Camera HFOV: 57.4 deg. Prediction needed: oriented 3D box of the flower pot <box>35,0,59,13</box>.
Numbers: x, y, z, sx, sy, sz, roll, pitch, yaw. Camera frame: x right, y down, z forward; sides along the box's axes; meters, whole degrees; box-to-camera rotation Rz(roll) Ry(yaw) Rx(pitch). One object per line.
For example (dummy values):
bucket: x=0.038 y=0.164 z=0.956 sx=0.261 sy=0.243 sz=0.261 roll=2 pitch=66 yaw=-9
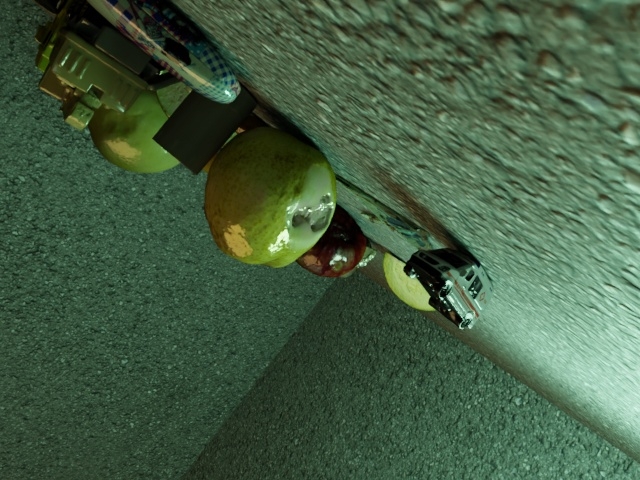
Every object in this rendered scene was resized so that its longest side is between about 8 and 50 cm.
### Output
flower pot: x=-0.516 y=-0.506 z=1.060 sx=0.157 sy=0.106 sz=0.157 roll=38 pitch=174 yaw=5

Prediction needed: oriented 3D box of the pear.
pear: x=-0.098 y=-0.079 z=1.126 sx=0.271 sy=0.271 sz=0.271 roll=38 pitch=177 yaw=2

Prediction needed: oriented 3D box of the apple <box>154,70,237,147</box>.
apple: x=-0.285 y=-0.307 z=1.366 sx=0.265 sy=0.120 sz=0.193 roll=41 pitch=-172 yaw=-18

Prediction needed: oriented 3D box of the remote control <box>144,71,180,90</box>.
remote control: x=-0.310 y=-0.335 z=1.207 sx=0.053 sy=0.124 sz=0.017 roll=23 pitch=133 yaw=38

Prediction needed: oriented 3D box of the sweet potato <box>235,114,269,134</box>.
sweet potato: x=-0.107 y=-0.209 z=1.263 sx=0.255 sy=0.058 sz=0.078 roll=34 pitch=159 yaw=5

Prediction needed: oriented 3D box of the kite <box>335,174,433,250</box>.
kite: x=0.154 y=-0.032 z=1.264 sx=0.406 sy=0.014 sz=0.368 roll=39 pitch=177 yaw=-16

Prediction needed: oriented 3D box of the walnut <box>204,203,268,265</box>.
walnut: x=-0.215 y=-0.088 z=2.026 sx=0.398 sy=0.307 sz=0.354 roll=32 pitch=169 yaw=-39

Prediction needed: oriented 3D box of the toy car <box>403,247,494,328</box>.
toy car: x=0.232 y=0.068 z=1.025 sx=0.089 sy=0.108 sz=0.209 roll=39 pitch=174 yaw=44

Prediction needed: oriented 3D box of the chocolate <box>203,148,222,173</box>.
chocolate: x=-0.167 y=-0.202 z=1.479 sx=0.162 sy=0.162 sz=0.445 roll=40 pitch=172 yaw=-39

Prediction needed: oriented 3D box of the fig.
fig: x=0.008 y=-0.005 z=1.660 sx=0.224 sy=0.224 sz=0.263 roll=39 pitch=-179 yaw=-23

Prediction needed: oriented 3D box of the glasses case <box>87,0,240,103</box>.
glasses case: x=-0.261 y=-0.335 z=0.920 sx=0.327 sy=0.076 sz=0.125 roll=40 pitch=179 yaw=-18

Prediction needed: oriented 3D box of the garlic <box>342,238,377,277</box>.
garlic: x=0.052 y=0.014 z=1.867 sx=0.214 sy=0.160 sz=0.191 roll=36 pitch=173 yaw=-23

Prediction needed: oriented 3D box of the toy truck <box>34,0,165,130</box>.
toy truck: x=-0.460 y=-0.371 z=1.181 sx=0.181 sy=0.254 sz=0.405 roll=35 pitch=-177 yaw=-37

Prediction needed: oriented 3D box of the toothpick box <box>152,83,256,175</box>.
toothpick box: x=-0.216 y=-0.224 z=1.097 sx=0.111 sy=0.180 sz=0.111 roll=39 pitch=176 yaw=3

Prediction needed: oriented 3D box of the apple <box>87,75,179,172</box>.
apple: x=-0.453 y=-0.312 z=1.504 sx=0.292 sy=0.254 sz=0.291 roll=-11 pitch=-90 yaw=-86

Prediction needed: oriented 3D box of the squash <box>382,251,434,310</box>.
squash: x=0.310 y=0.124 z=1.842 sx=0.237 sy=0.155 sz=0.204 roll=39 pitch=141 yaw=16
